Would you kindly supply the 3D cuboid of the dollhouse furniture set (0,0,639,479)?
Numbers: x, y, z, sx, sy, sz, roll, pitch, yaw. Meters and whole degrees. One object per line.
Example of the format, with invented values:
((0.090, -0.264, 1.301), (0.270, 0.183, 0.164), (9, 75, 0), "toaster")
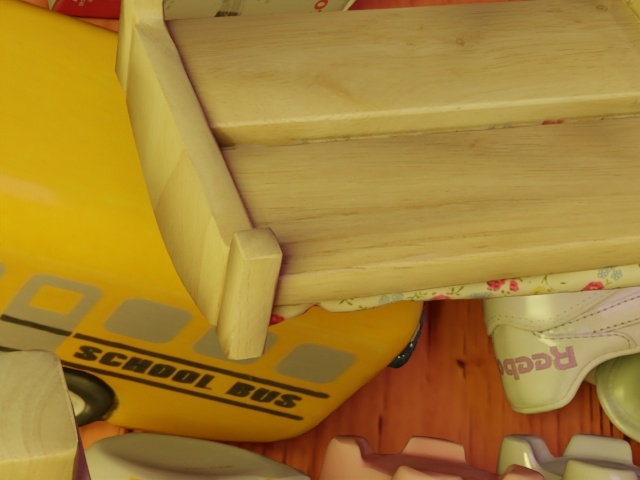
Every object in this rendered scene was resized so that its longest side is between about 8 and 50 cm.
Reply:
((-0.006, 0.039, 0.519), (0.303, 0.174, 0.355), (-5, 43, -19), "dollhouse furniture set")

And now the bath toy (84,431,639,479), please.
((0.060, 0.146, 0.610), (0.348, 0.151, 0.129), (6, 95, -31), "bath toy")

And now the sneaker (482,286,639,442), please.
((0.190, 0.024, 0.802), (0.305, 0.114, 0.152), (0, 81, -34), "sneaker")

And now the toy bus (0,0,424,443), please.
((-0.138, -0.018, 0.573), (0.332, 0.130, 0.108), (16, 54, -25), "toy bus")

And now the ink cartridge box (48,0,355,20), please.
((-0.042, -0.154, 0.739), (0.150, 0.109, 0.063), (-2, 60, -34), "ink cartridge box")

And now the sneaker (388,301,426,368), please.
((0.000, 0.000, 0.716), (0.058, 0.052, 0.135), (-9, 59, -27), "sneaker")
